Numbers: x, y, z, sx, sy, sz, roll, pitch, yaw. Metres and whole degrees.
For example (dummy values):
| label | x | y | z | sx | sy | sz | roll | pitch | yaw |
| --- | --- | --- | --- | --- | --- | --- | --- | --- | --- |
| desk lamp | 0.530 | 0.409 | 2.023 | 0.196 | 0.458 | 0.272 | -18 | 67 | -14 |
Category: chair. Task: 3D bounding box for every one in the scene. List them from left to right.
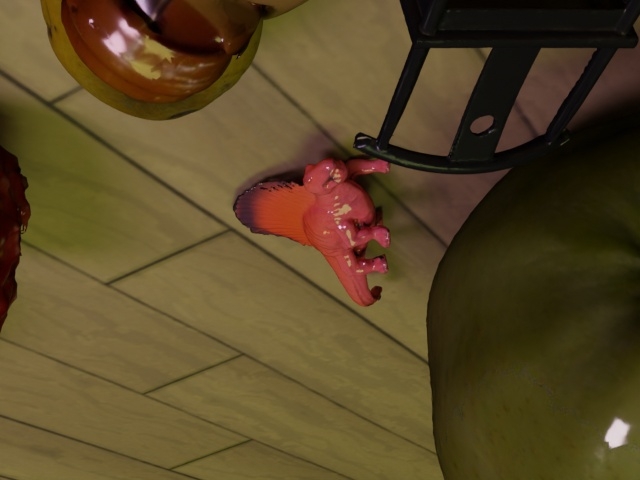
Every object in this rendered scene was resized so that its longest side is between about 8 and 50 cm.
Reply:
| label | x | y | z | sx | sy | sz | roll | pitch | yaw |
| --- | --- | --- | --- | --- | --- | --- | --- | --- | --- |
| chair | 0.112 | -0.170 | 0.657 | 0.155 | 0.141 | 0.260 | -2 | 148 | -15 |

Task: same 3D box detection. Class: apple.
| label | x | y | z | sx | sy | sz | roll | pitch | yaw |
| --- | --- | --- | --- | --- | --- | --- | --- | --- | --- |
| apple | 0.303 | 0.107 | 0.909 | 0.474 | 0.473 | 0.473 | -9 | 151 | -5 |

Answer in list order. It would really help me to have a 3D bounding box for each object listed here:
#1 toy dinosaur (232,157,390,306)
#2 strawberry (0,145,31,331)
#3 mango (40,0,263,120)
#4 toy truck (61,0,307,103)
| label | x | y | z | sx | sy | sz | roll | pitch | yaw |
| --- | --- | --- | --- | --- | --- | --- | --- | --- | --- |
| toy dinosaur | -0.008 | -0.001 | 1.011 | 0.139 | 0.070 | 0.286 | -1 | 154 | 1 |
| strawberry | -0.302 | -0.013 | 0.787 | 0.178 | 0.234 | 0.234 | -52 | 140 | 8 |
| mango | -0.107 | -0.153 | 0.652 | 0.137 | 0.098 | 0.195 | -2 | 144 | 13 |
| toy truck | -0.098 | -0.208 | 0.446 | 0.288 | 0.211 | 0.204 | 15 | 142 | -34 |
